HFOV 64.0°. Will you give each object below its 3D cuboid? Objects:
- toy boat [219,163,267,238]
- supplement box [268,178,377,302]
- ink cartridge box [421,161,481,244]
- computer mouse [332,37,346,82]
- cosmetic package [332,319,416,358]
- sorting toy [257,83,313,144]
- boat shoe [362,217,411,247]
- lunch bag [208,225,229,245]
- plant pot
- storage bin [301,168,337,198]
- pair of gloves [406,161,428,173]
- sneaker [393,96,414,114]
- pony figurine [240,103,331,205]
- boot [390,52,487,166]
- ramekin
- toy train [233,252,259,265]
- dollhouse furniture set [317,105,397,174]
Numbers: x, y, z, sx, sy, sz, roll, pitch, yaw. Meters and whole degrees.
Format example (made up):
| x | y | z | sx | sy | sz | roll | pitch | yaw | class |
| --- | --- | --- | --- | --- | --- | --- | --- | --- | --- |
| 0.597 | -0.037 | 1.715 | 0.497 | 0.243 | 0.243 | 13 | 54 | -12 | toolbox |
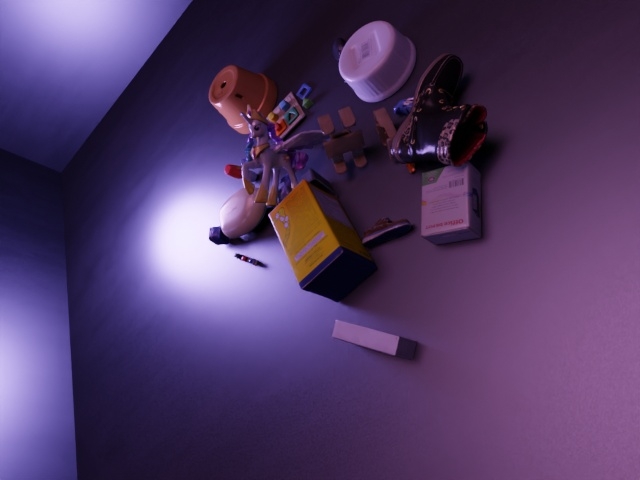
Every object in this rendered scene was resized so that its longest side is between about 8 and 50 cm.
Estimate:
| x | y | z | sx | sy | sz | roll | pitch | yaw | class |
| --- | --- | --- | --- | --- | --- | --- | --- | --- | --- |
| -0.315 | -0.175 | 2.150 | 0.268 | 0.148 | 0.318 | -28 | 63 | 37 | toy boat |
| 0.000 | 0.000 | 1.737 | 0.195 | 0.194 | 0.356 | -43 | 48 | 20 | supplement box |
| 0.384 | -0.106 | 1.511 | 0.154 | 0.093 | 0.212 | -12 | 62 | 39 | ink cartridge box |
| 0.087 | -0.739 | 2.089 | 0.071 | 0.041 | 0.242 | -30 | 55 | 28 | computer mouse |
| 0.157 | 0.296 | 1.535 | 0.239 | 0.099 | 0.060 | 7 | 76 | 44 | cosmetic package |
| -0.167 | -0.536 | 2.223 | 0.348 | 0.047 | 0.196 | -42 | 49 | 21 | sorting toy |
| 0.208 | -0.039 | 1.658 | 0.183 | 0.066 | 0.066 | -23 | 57 | 33 | boat shoe |
| -0.437 | -0.019 | 2.208 | 0.065 | 0.098 | 0.067 | -5 | 66 | 21 | lunch bag |
| -0.370 | -0.666 | 2.354 | 0.291 | 0.204 | 0.290 | -18 | 60 | 35 | plant pot |
| -0.016 | -0.194 | 1.890 | 0.098 | 0.135 | 0.091 | -40 | 39 | 23 | storage bin |
| 0.320 | -0.265 | 1.696 | 0.083 | 0.010 | 0.074 | -30 | 53 | 26 | pair of gloves |
| 0.313 | -0.454 | 1.755 | 0.144 | 0.053 | 0.059 | -11 | 67 | 40 | sneaker |
| -0.157 | -0.317 | 1.955 | 0.303 | 0.351 | 0.363 | -5 | 87 | 44 | pony figurine |
| 0.389 | -0.390 | 1.548 | 0.377 | 0.138 | 0.284 | -60 | 30 | 0 | boot |
| 0.200 | -0.666 | 1.890 | 0.277 | 0.135 | 0.277 | -18 | 61 | 35 | ramekin |
| -0.303 | 0.075 | 2.085 | 0.158 | 0.036 | 0.027 | 15 | 83 | 44 | toy train |
| 0.136 | -0.331 | 1.754 | 0.242 | 0.212 | 0.160 | -19 | 54 | 4 | dollhouse furniture set |
